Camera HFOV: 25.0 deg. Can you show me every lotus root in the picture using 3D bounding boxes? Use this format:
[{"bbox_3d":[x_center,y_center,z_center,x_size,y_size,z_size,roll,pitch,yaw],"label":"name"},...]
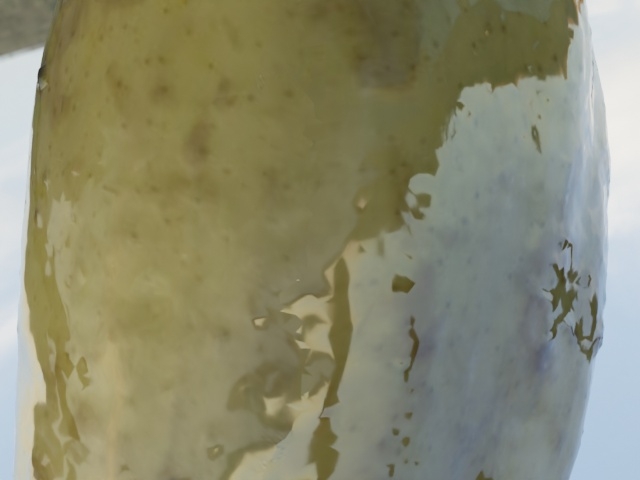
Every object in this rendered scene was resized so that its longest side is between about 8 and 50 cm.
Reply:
[{"bbox_3d":[0.000,0.000,0.385,0.146,0.284,0.160,4,-179,24],"label":"lotus root"}]
